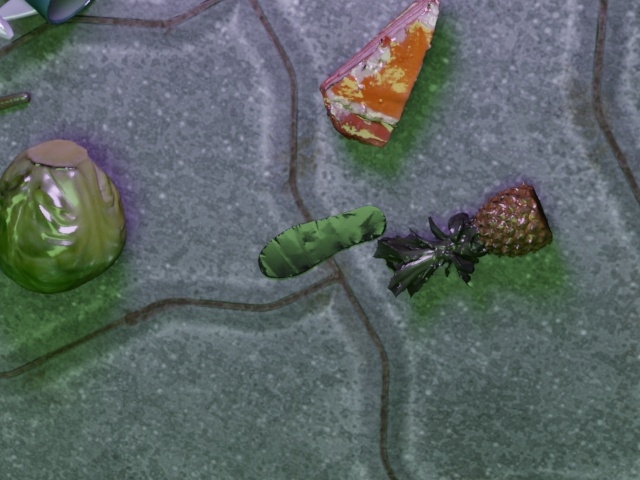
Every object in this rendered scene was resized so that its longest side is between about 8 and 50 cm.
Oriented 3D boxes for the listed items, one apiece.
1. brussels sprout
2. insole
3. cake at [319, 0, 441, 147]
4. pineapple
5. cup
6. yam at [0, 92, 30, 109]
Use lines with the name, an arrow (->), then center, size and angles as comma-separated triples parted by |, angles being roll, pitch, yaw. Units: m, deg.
brussels sprout -> -0.429, -0.034, 2.007 | 0.244, 0.244, 0.244 | 2, 108, 8
insole -> 0.000, 0.000, 2.052 | 0.232, 0.003, 0.080 | -23, 103, 14
cake -> 0.098, -0.277, 1.900 | 0.135, 0.098, 0.287 | 30, 110, -1
pineapple -> 0.220, -0.001, 1.962 | 0.277, 0.119, 0.130 | -23, 121, 17
cup -> -0.426, -0.445, 1.899 | 0.173, 0.167, 0.299 | 41, 82, 5
yam -> -0.534, -0.225, 2.052 | 0.116, 0.021, 0.021 | -11, 105, 11
